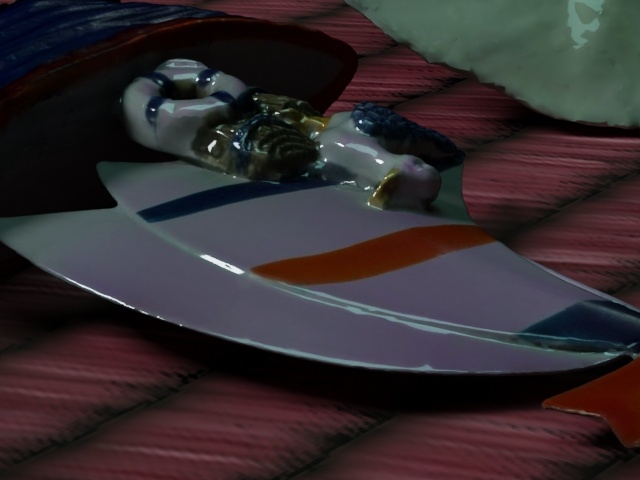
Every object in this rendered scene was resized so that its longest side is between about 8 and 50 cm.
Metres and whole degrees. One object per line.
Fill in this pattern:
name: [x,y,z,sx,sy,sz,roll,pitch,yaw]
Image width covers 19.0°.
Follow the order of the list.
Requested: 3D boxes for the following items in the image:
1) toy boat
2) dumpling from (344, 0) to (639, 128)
toy boat: [-0.029,0.000,0.600,0.219,0.072,0.318,-9,32,-24]
dumpling: [0.135,-0.174,0.843,0.320,0.270,0.212,-27,-1,2]
